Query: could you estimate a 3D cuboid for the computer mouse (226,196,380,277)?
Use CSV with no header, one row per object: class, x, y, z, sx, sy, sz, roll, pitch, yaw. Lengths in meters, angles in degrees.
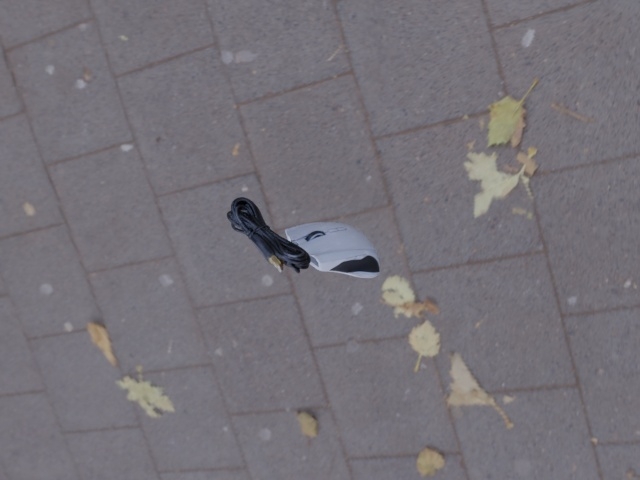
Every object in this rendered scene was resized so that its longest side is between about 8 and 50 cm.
computer mouse,0.000,0.000,0.880,0.106,0.193,0.042,41,111,36
